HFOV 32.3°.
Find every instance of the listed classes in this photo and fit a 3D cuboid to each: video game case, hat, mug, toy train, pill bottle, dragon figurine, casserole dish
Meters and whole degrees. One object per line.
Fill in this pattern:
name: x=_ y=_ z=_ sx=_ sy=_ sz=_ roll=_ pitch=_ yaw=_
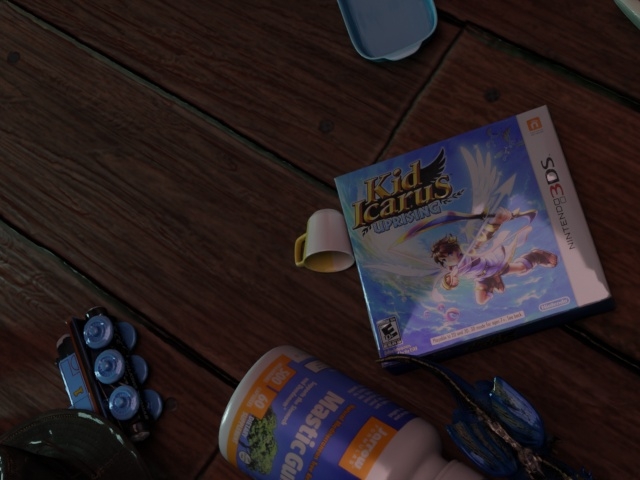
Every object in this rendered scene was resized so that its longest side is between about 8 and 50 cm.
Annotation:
video game case: x=0.172 y=0.000 z=1.280 sx=0.269 sy=0.061 sz=0.244 roll=-19 pitch=68 yaw=12
hat: x=-0.336 y=0.312 z=1.206 sx=0.331 sy=0.134 sz=0.331 roll=-13 pitch=54 yaw=18
mug: x=0.001 y=-0.002 z=1.338 sx=0.078 sy=0.062 sz=0.064 roll=-7 pitch=64 yaw=9
toy train: x=-0.269 y=0.174 z=1.362 sx=0.105 sy=0.080 sz=0.184 roll=-31 pitch=67 yaw=13
pill bottle: x=0.037 y=0.238 z=1.200 sx=0.272 sy=0.152 sz=0.152 roll=27 pitch=83 yaw=24
dragon figurine: x=0.186 y=0.197 z=1.152 sx=0.289 sy=0.144 sz=0.085 roll=44 pitch=89 yaw=10
casserole dish: x=0.084 y=-0.306 z=1.416 sx=0.114 sy=0.037 sz=0.188 roll=-22 pitch=67 yaw=11

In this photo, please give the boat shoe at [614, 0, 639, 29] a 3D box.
boat shoe: x=0.442 y=-0.227 z=1.247 sx=0.079 sy=0.095 sz=0.254 roll=-46 pitch=56 yaw=12
